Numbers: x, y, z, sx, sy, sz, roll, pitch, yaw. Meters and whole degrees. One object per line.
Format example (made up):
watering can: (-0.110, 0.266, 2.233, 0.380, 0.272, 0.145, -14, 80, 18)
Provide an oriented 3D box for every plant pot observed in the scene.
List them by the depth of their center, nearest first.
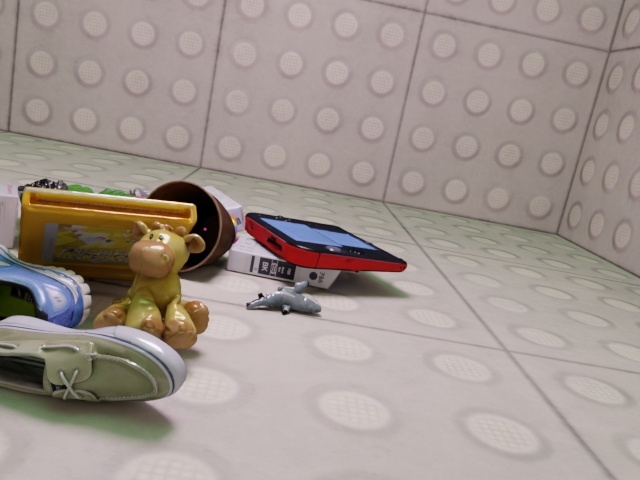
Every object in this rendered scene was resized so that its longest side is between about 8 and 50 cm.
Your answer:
plant pot: (-0.302, -0.025, 1.502, 0.216, 0.215, 0.230, 15, -1, 15)

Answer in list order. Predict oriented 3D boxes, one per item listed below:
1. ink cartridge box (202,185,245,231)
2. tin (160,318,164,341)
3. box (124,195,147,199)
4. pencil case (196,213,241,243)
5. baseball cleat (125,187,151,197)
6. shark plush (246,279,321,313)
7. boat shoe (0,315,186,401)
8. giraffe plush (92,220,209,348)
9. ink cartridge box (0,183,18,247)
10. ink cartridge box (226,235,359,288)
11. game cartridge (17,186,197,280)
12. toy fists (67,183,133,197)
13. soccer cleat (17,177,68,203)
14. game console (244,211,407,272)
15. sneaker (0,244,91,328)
ink cartridge box: (-0.466, -0.070, 1.856, 0.385, 0.091, 0.308, -14, 23, -24)
tin: (-0.296, 0.156, 1.028, 0.106, 0.040, 0.190, 12, 12, 22)
box: (-0.488, -0.030, 1.469, 0.123, 0.128, 0.257, 17, 14, 22)
pencil case: (-0.341, -0.031, 1.674, 0.237, 0.104, 0.104, 1, 16, -35)
baseball cleat: (-0.482, -0.106, 1.754, 0.110, 0.072, 0.206, -3, 20, -42)
shark plush: (-0.078, 0.130, 1.302, 0.161, 0.073, 0.067, 9, 42, -32)
boat shoe: (-0.332, 0.175, 0.810, 0.303, 0.109, 0.094, 5, 26, 14)
giraffe plush: (-0.266, 0.061, 0.997, 0.182, 0.170, 0.210, 8, 13, -14)
ink cartridge box: (-0.781, -0.063, 1.354, 0.176, 0.127, 0.128, 4, 15, -28)
ink cartridge box: (-0.066, 0.062, 1.582, 0.333, 0.065, 0.165, 10, 12, 2)
game cartridge: (-0.416, 0.006, 1.145, 0.286, 0.052, 0.324, 5, -26, -25)
toy fists: (-0.651, -0.099, 1.690, 0.279, 0.096, 0.142, 6, 23, 10)
soccer cleat: (-0.665, -0.080, 1.462, 0.109, 0.116, 0.318, -24, 20, -27)
game console: (0.000, 0.000, 1.638, 0.342, 0.060, 0.387, 3, 15, -29)
sneaker: (-0.549, 0.072, 0.966, 0.330, 0.129, 0.147, 13, 10, 8)
